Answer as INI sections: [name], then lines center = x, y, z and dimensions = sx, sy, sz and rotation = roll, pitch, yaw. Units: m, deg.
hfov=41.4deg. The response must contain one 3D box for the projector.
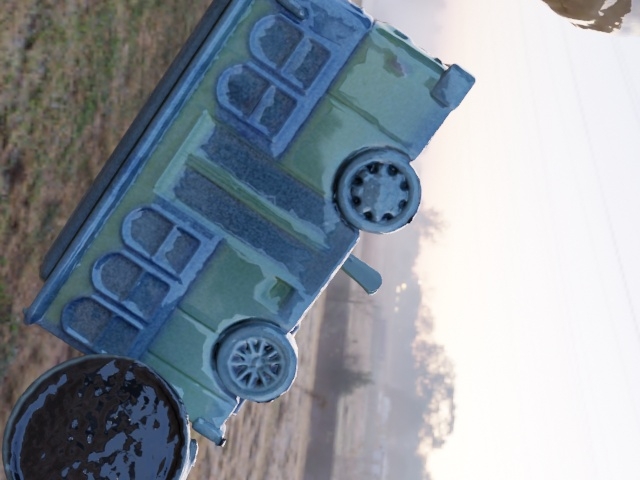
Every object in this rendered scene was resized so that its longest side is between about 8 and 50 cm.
[projector]
center = -0.152, 0.180, 0.622
dimensions = 0.337, 0.108, 0.108
rotation = 113, -14, -64

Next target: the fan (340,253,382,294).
[fan]
center = 0.000, 0.000, 1.056
dimensions = 0.016, 0.193, 0.038
rotation = -45, -170, 40

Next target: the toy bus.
[toy bus]
center = -0.050, -0.036, 0.614
dimensions = 0.312, 0.190, 0.152
rotation = -54, -173, 9

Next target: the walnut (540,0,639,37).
[walnut]
center = 0.249, -0.278, 0.566
dimensions = 0.296, 0.285, 0.285
rotation = -32, -138, 48
